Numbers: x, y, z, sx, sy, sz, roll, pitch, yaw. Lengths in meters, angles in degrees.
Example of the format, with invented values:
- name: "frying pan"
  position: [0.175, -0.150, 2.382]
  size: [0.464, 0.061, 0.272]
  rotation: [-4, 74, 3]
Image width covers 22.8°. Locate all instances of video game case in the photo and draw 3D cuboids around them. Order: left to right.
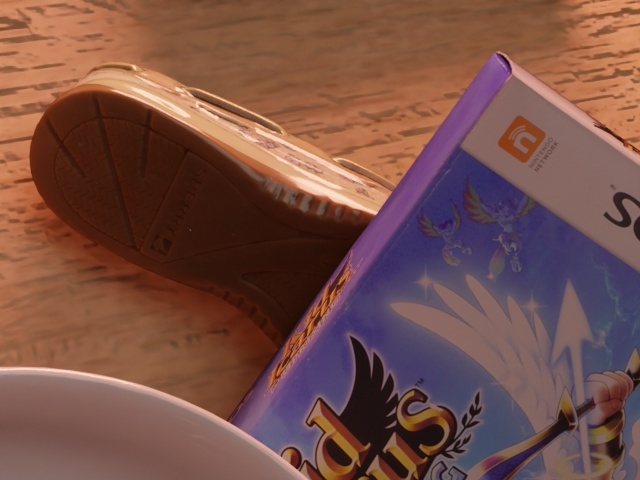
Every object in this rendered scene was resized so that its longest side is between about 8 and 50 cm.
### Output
- name: "video game case"
  position: [0.100, 0.095, 0.708]
  size: [0.244, 0.061, 0.269]
  rotation: [34, 102, -9]

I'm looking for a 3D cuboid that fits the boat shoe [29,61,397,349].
- name: "boat shoe"
  position: [0.000, 0.000, 0.770]
  size: [0.285, 0.104, 0.089]
  rotation: [34, 26, -7]

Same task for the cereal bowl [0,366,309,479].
- name: "cereal bowl"
  position: [-0.124, 0.224, 0.590]
  size: [0.339, 0.141, 0.339]
  rotation: [9, 67, -22]
